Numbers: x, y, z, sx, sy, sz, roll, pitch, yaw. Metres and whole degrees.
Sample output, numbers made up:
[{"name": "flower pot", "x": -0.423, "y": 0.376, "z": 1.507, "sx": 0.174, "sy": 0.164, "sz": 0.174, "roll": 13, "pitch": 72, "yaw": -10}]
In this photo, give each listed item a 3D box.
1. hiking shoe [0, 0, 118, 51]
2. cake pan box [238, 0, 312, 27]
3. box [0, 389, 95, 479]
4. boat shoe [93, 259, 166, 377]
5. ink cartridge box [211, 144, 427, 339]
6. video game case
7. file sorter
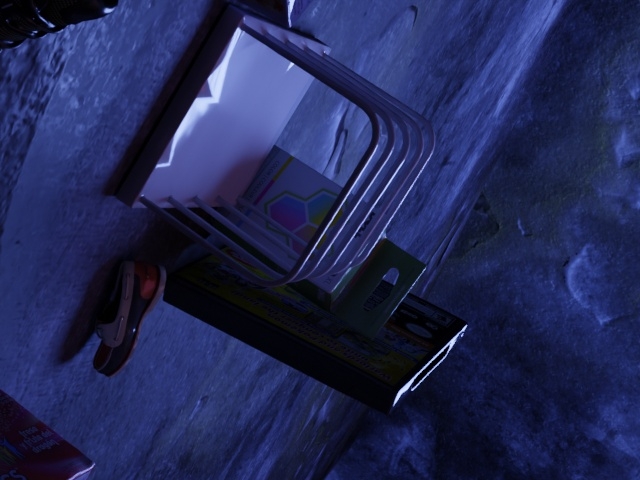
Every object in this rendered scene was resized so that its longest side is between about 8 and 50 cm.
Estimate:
[{"name": "hiking shoe", "x": -0.167, "y": -0.129, "z": 0.708, "sx": 0.086, "sy": 0.114, "sz": 0.227, "roll": -34, "pitch": 155, "yaw": -59}, {"name": "cake pan box", "x": 0.018, "y": -0.322, "z": 1.041, "sx": 0.246, "sy": 0.070, "sz": 0.267, "roll": -54, "pitch": 168, "yaw": -17}, {"name": "box", "x": -0.305, "y": 0.220, "z": 1.068, "sx": 0.128, "sy": 0.122, "sz": 0.257, "roll": -59, "pitch": 167, "yaw": 18}, {"name": "boat shoe", "x": -0.192, "y": 0.074, "z": 1.325, "sx": 0.043, "sy": 0.049, "sz": 0.137, "roll": 11, "pitch": 124, "yaw": -31}, {"name": "ink cartridge box", "x": 0.000, "y": 0.000, "z": 1.470, "sx": 0.109, "sy": 0.209, "sz": 0.062, "roll": -52, "pitch": 167, "yaw": -19}, {"name": "video game case", "x": 0.001, "y": 0.079, "z": 1.529, "sx": 0.248, "sy": 0.274, "sz": 0.035, "roll": -31, "pitch": 144, "yaw": -63}, {"name": "file sorter", "x": -0.022, "y": -0.075, "z": 1.281, "sx": 0.193, "sy": 0.173, "sz": 0.277, "roll": -57, "pitch": 168, "yaw": 10}]
